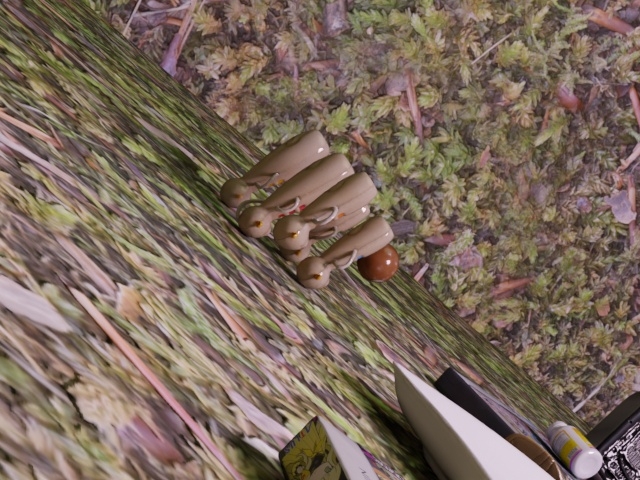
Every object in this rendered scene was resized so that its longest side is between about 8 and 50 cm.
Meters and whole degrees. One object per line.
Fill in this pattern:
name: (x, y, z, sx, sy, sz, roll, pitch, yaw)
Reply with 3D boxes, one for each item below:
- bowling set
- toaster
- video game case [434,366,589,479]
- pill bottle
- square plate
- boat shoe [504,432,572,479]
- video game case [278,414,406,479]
bowling set: (0.000, 0.000, 1.411, 0.200, 0.154, 0.287, 59, -3, -20)
toaster: (0.454, 0.320, 1.607, 0.168, 0.186, 0.110, 51, -17, 2)
video game case: (0.293, 0.294, 1.497, 0.248, 0.035, 0.275, 36, 7, -47)
pill bottle: (0.328, 0.270, 1.507, 0.043, 0.043, 0.083, 38, 7, -30)
square plate: (0.222, 0.279, 1.008, 0.344, 0.049, 0.347, 38, 6, -26)
boat shoe: (0.250, 0.275, 1.265, 0.152, 0.056, 0.049, 52, 1, 8)
video game case: (0.090, 0.212, 0.620, 0.232, 0.042, 0.210, 39, 7, -22)
